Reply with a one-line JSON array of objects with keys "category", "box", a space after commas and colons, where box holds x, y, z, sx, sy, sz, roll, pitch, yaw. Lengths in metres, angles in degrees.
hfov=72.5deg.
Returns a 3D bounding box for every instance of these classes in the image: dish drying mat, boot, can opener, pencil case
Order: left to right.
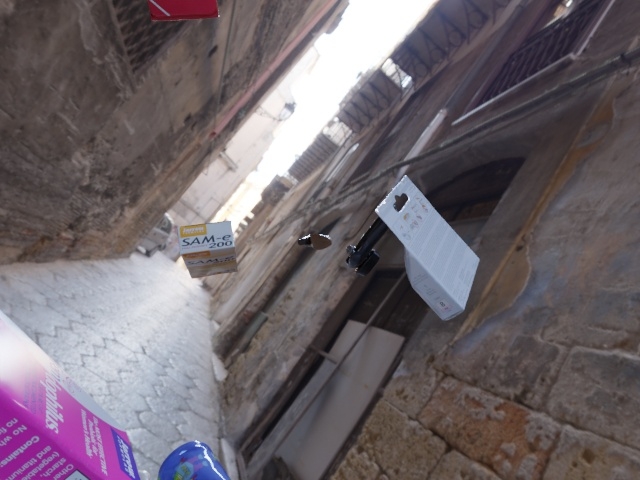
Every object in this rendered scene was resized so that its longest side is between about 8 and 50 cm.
[{"category": "dish drying mat", "box": [-0.172, -0.295, 0.548, 0.008, 0.084, 0.032, -130, -147, -72]}, {"category": "pencil case", "box": [-0.198, 0.497, 0.777, 0.306, 0.133, 0.119, 20, -41, 53]}, {"category": "boot", "box": [0.000, 0.000, 1.158, 0.119, 0.042, 0.087, 3, 6, 34]}, {"category": "can opener", "box": [0.121, -0.005, 1.018, 0.073, 0.186, 0.059, 23, 19, -23]}]

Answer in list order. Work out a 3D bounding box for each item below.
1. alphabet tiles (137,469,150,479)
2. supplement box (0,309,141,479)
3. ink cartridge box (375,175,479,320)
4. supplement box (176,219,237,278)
[{"category": "alphabet tiles", "box": [-0.462, 0.493, 0.786, 0.285, 0.277, 0.021, 4, -20, -8]}, {"category": "supplement box", "box": [-0.225, 0.123, 0.269, 0.111, 0.114, 0.220, 22, -37, 54]}, {"category": "ink cartridge box", "box": [0.196, 0.008, 0.825, 0.232, 0.189, 0.066, 45, -51, 0]}, {"category": "supplement box", "box": [-0.136, 0.014, 0.537, 0.098, 0.062, 0.036, 109, -30, -67]}]
